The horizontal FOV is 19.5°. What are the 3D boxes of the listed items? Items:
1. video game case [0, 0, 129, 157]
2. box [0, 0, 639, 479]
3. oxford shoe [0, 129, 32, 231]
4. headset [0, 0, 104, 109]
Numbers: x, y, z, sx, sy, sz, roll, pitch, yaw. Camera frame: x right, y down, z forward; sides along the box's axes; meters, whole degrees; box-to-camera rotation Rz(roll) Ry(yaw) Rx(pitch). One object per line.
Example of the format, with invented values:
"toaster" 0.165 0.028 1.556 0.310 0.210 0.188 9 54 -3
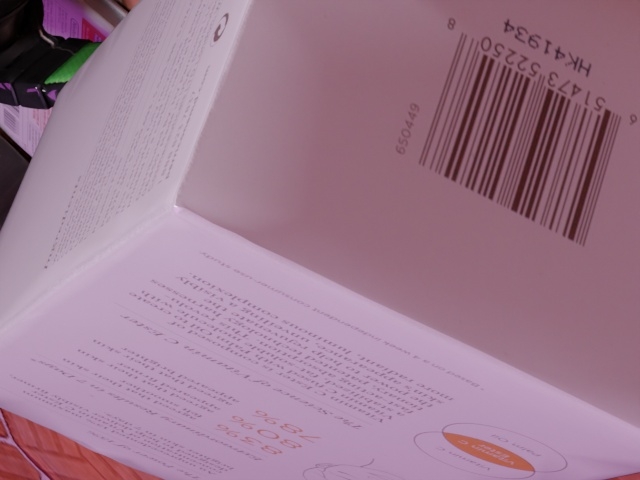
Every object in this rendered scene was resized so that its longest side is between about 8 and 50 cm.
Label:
"video game case" -0.131 -0.077 1.123 0.183 0.023 0.201 41 151 15
"box" 0.000 0.000 0.789 0.215 0.168 0.345 26 158 -17
"oxford shoe" -0.181 -0.004 1.267 0.212 0.076 0.076 52 -177 -13
"headset" -0.208 -0.211 0.977 0.394 0.185 0.243 13 131 26
